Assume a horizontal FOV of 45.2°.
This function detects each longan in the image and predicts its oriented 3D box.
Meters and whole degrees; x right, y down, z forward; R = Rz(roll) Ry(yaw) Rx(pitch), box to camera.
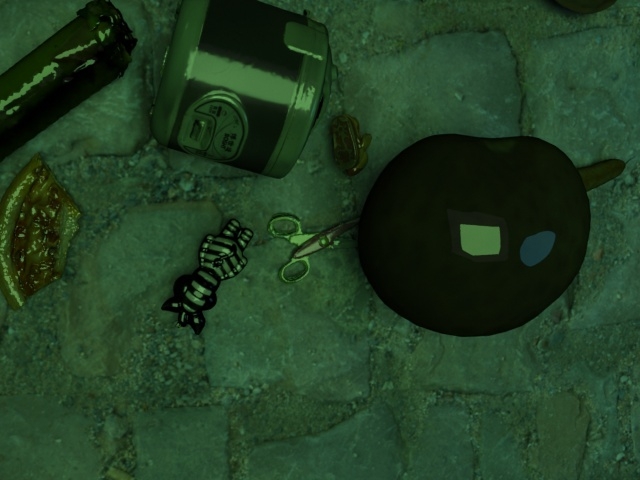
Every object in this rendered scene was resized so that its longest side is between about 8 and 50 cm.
[{"bbox_3d":[0.262,-0.010,1.335,0.404,0.336,0.405,-3,119,-6],"label":"longan"}]

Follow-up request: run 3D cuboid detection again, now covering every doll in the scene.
[{"bbox_3d":[-0.201,0.062,1.385,0.091,0.067,0.219,35,83,-11],"label":"doll"}]

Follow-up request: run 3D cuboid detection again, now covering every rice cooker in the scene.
[{"bbox_3d":[-0.125,-0.251,1.259,0.276,0.288,0.289,16,93,-15],"label":"rice cooker"}]

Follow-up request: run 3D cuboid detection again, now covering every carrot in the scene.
[{"bbox_3d":[0.504,-0.119,1.523,0.298,0.078,0.078,-16,100,-15],"label":"carrot"}]

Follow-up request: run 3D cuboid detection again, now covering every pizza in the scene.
[{"bbox_3d":[-0.491,-0.011,1.314,0.134,0.056,0.271,21,93,-6],"label":"pizza"}]

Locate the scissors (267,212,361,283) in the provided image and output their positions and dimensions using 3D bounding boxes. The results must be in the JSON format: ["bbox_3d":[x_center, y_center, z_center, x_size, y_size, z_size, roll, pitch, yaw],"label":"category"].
[{"bbox_3d":[0.000,0.000,1.445,0.187,0.020,0.134,-13,95,-10],"label":"scissors"}]

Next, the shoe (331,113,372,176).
[{"bbox_3d":[0.059,-0.179,1.410,0.072,0.069,0.109,-27,92,29],"label":"shoe"}]

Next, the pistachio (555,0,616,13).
[{"bbox_3d":[0.476,-0.548,1.419,0.212,0.163,0.261,-9,113,9],"label":"pistachio"}]

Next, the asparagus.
[{"bbox_3d":[-0.468,-0.242,1.261,0.382,0.128,0.108,-39,67,-4],"label":"asparagus"}]
